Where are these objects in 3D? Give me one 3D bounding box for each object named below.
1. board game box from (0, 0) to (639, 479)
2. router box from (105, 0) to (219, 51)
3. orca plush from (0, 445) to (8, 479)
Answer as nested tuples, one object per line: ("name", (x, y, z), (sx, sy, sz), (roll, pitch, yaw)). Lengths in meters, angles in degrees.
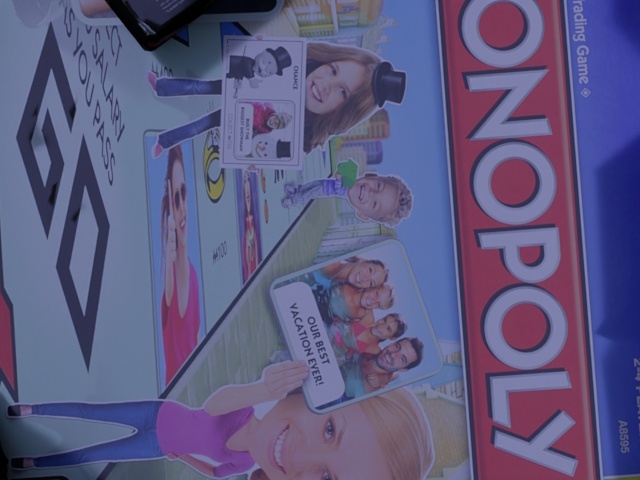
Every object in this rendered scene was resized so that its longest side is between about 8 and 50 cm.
("board game box", (0.000, 0.000, 0.504), (0.213, 0.046, 0.317), (-4, 88, 3))
("router box", (-0.030, -0.126, 0.457), (0.122, 0.038, 0.092), (-38, 93, -6))
("orca plush", (-0.142, 0.079, 0.463), (0.287, 0.151, 0.102), (24, 47, 12))
